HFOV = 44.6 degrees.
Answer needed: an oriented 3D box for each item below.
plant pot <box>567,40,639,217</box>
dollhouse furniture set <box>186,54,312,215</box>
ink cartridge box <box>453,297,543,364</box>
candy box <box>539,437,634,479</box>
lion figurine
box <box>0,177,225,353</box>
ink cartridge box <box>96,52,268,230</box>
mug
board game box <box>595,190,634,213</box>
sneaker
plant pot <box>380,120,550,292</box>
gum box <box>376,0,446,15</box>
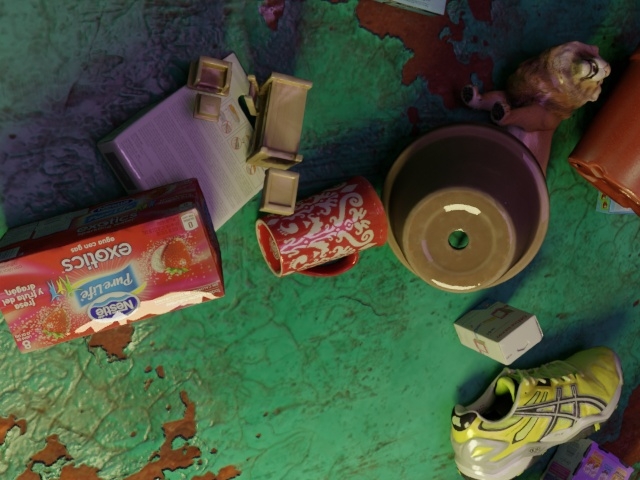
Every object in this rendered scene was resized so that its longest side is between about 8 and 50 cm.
[{"bbox_3d":[0.581,-0.184,1.320,0.272,0.272,0.265,33,99,-30],"label":"plant pot"},{"bbox_3d":[-0.112,-0.134,1.055,0.161,0.101,0.182,10,83,-17],"label":"dollhouse furniture set"},{"bbox_3d":[0.306,0.155,1.346,0.088,0.122,0.052,-34,115,-19],"label":"ink cartridge box"},{"bbox_3d":[0.521,0.505,1.574,0.165,0.070,0.196,36,82,-30],"label":"candy box"},{"bbox_3d":[0.342,-0.142,1.312,0.240,0.142,0.392,-6,118,-35],"label":"lion figurine"},{"bbox_3d":[-0.255,0.026,0.957,0.257,0.128,0.122,-16,113,-3],"label":"box"},{"bbox_3d":[-0.166,-0.119,1.080,0.232,0.066,0.189,-48,121,-35],"label":"ink cartridge box"},{"bbox_3d":[0.004,0.000,1.155,0.169,0.113,0.150,-21,109,-20],"label":"mug"},{"bbox_3d":[0.611,-0.156,1.492,0.160,0.039,0.211,1,101,-28],"label":"board game box"},{"bbox_3d":[0.403,0.290,1.420,0.385,0.145,0.147,-29,114,-22],"label":"sneaker"},{"bbox_3d":[0.202,-0.027,1.127,0.263,0.229,0.263,4,107,12],"label":"plant pot"},{"bbox_3d":[0.129,-0.444,1.161,0.157,0.041,0.184,4,100,-31],"label":"gum box"}]
